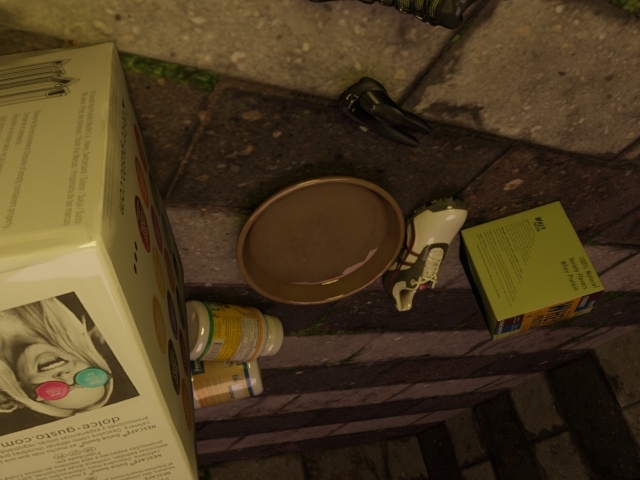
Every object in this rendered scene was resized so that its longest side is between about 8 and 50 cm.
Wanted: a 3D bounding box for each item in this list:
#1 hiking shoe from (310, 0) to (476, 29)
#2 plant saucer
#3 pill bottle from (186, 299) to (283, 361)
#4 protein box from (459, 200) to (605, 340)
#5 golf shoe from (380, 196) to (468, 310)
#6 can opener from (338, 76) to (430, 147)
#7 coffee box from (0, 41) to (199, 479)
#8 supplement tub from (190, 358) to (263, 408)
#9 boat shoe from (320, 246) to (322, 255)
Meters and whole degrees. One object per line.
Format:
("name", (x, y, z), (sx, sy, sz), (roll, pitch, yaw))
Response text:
("hiking shoe", (0.090, -0.247, 0.526), (0.226, 0.114, 0.086), (-12, 151, -5))
("plant saucer", (0.000, 0.000, 0.938), (0.277, 0.041, 0.278), (-9, 134, -9))
("pill bottle", (-0.182, 0.188, 1.176), (0.208, 0.118, 0.117), (13, 141, -40))
("protein box", (0.406, 0.063, 1.146), (0.201, 0.200, 0.136), (-17, 152, 4))
("golf shoe", (0.198, 0.025, 1.068), (0.105, 0.120, 0.273), (0, 147, -23))
("can opener", (0.087, -0.156, 0.753), (0.059, 0.073, 0.186), (-38, 154, 22))
("coffee box", (-0.319, 0.053, 0.545), (0.338, 0.338, 0.334), (-11, 131, -8))
("supplement tub", (-0.239, 0.301, 1.322), (0.199, 0.144, 0.144), (-12, 152, -7))
("boat shoe", (0.004, 0.019, 1.039), (0.049, 0.056, 0.152), (-34, 149, -20))
